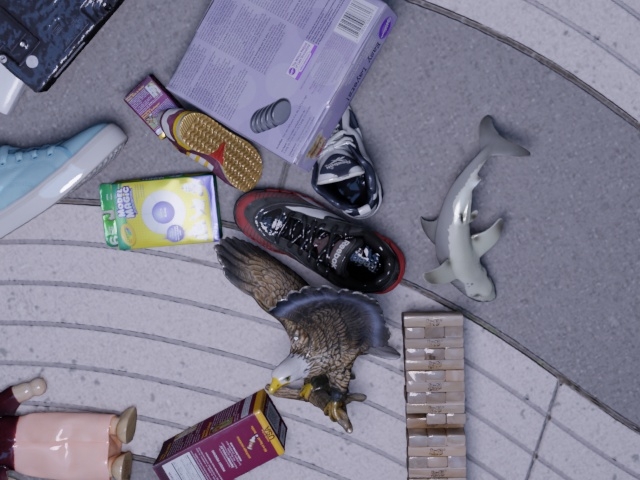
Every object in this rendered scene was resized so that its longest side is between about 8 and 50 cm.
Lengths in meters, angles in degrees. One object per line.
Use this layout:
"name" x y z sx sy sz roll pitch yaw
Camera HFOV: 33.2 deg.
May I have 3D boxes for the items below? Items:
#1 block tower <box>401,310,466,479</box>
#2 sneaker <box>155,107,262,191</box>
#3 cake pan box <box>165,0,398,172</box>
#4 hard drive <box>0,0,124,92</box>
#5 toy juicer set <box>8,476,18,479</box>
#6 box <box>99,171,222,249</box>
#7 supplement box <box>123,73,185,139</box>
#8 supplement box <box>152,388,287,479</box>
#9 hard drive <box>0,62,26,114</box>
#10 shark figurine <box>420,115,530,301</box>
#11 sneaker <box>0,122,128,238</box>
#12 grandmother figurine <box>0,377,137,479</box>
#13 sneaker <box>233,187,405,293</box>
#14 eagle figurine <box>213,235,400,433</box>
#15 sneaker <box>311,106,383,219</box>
"block tower" 0.173 0.266 1.638 0.091 0.097 0.335 -2 101 1
"sneaker" -0.160 -0.138 1.574 0.069 0.084 0.185 -57 134 -9
"cake pan box" -0.056 -0.267 1.506 0.246 0.070 0.267 30 94 21
"hard drive" -0.446 -0.405 1.506 0.339 0.064 0.237 41 98 -6
"toy juicer set" -0.448 0.524 1.693 0.209 0.089 0.329 1 99 1
"box" -0.243 -0.044 1.617 0.179 0.043 0.105 -5 99 3
"supplement box" -0.242 -0.198 1.589 0.055 0.043 0.083 -41 98 7
"supplement box" -0.151 0.317 1.645 0.188 0.104 0.080 -29 98 6
"hard drive" -0.475 -0.367 1.565 0.203 0.040 0.307 29 99 -4
"shark figurine" 0.197 -0.040 1.586 0.166 0.116 0.278 -6 111 -32
"sneaker" -0.461 -0.094 1.565 0.366 0.135 0.150 -32 101 5
"grandmother figurine" -0.465 0.318 1.660 0.342 0.104 0.207 5 72 3
"sneaker" 0.000 0.000 1.570 0.276 0.135 0.097 25 93 -3
"eagle figurine" -0.012 0.129 1.529 0.226 0.225 0.298 -7 119 9
"sneaker" 0.018 -0.132 1.540 0.094 0.153 0.235 -21 98 4
